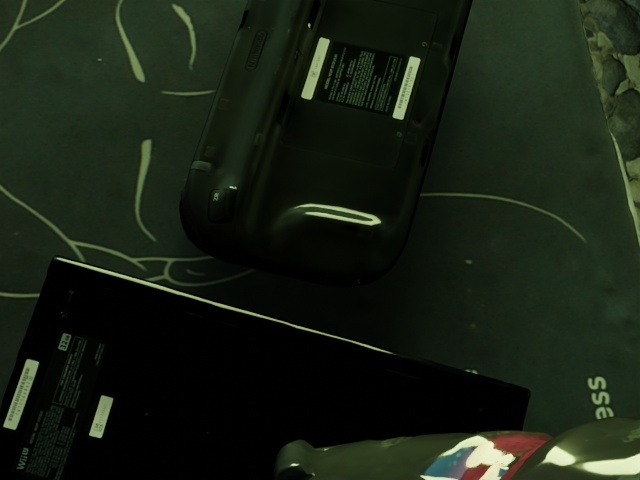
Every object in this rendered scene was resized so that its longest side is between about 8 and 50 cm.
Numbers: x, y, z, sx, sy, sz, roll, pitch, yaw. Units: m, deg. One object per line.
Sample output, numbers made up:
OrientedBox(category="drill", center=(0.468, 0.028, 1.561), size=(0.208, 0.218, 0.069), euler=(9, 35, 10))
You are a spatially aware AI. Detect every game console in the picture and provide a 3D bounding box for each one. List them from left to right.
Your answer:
OrientedBox(category="game console", center=(0.000, 0.000, 0.703), size=(0.213, 0.361, 0.044), euler=(17, -25, 0))

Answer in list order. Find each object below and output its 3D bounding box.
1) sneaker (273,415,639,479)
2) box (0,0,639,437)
OrientedBox(category="sneaker", center=(0.074, 0.123, 0.387), size=(0.202, 0.185, 0.483), euler=(2, -23, -15))
OrientedBox(category="box", center=(-0.093, 0.075, 0.838), size=(0.471, 0.480, 0.297), euler=(-3, -25, -10))
